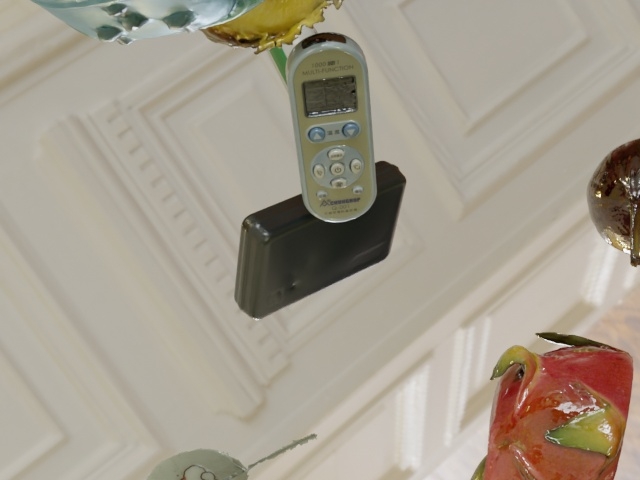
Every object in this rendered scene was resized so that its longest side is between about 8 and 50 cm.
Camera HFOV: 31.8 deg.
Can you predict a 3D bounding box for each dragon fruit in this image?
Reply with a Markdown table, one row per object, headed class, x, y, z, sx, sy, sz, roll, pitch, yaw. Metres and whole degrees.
| class | x | y | z | sx | sy | sz | roll | pitch | yaw |
| --- | --- | --- | --- | --- | --- | --- | --- | --- | --- |
| dragon fruit | 0.323 | 0.275 | 1.597 | 0.189 | 0.291 | 0.291 | 13 | 147 | 11 |

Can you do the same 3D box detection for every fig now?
| class | x | y | z | sx | sy | sz | roll | pitch | yaw |
| --- | --- | --- | --- | --- | --- | --- | --- | --- | --- |
| fig | 0.508 | -0.074 | 1.772 | 0.186 | 0.204 | 0.249 | 47 | -159 | 19 |

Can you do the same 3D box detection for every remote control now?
| class | x | y | z | sx | sy | sz | roll | pitch | yaw |
| --- | --- | --- | --- | --- | --- | --- | --- | --- | --- |
| remote control | 0.013 | -0.120 | 1.217 | 0.047 | 0.087 | 0.244 | -94 | -1 | -47 |

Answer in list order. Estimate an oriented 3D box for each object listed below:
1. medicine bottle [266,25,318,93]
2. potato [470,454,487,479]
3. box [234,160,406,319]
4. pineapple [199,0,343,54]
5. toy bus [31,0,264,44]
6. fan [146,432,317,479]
| class | x | y | z | sx | sy | sz | roll | pitch | yaw |
| --- | --- | --- | --- | --- | --- | --- | --- | --- | --- |
| medicine bottle | -0.004 | -0.243 | 1.875 | 0.260 | 0.095 | 0.095 | 65 | 160 | 4 |
| potato | 0.316 | 0.447 | 1.836 | 0.148 | 0.197 | 0.228 | 39 | 114 | 36 |
| box | 0.000 | 0.000 | 1.390 | 0.050 | 0.230 | 0.160 | 46 | 144 | 32 |
| pineapple | -0.043 | -0.291 | 1.109 | 0.161 | 0.334 | 0.158 | -102 | -12 | -54 |
| toy bus | -0.154 | -0.253 | 0.614 | 0.183 | 0.200 | 0.343 | -4 | 161 | 29 |
| fan | -0.144 | 0.393 | 1.871 | 0.190 | 0.329 | 0.009 | 41 | 144 | 41 |
